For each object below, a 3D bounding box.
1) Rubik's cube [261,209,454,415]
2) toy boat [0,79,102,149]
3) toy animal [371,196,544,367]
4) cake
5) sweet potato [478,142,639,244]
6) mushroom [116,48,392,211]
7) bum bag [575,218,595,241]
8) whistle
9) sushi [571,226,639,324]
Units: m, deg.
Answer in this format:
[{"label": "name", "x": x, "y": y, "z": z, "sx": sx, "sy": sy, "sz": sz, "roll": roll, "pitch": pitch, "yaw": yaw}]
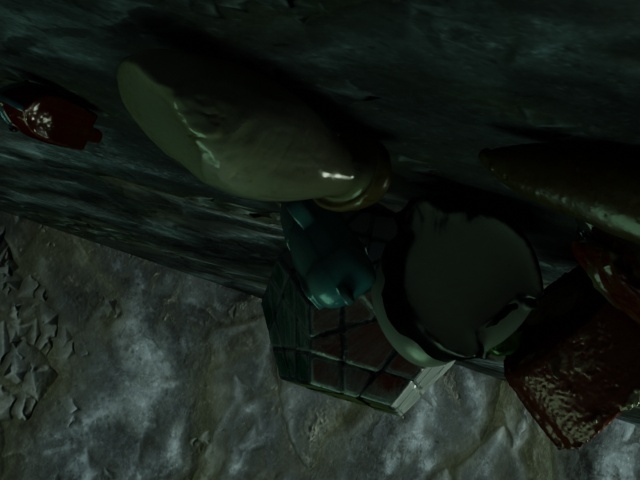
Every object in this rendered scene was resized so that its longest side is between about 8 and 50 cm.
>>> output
[{"label": "Rubik's cube", "x": 0.070, "y": 0.102, "z": 1.983, "sx": 0.319, "sy": 0.319, "sz": 0.264, "roll": 23, "pitch": 142, "yaw": -39}, {"label": "toy boat", "x": -0.351, "y": -0.160, "z": 1.734, "sx": 0.059, "sy": 0.069, "sz": 0.173, "roll": 26, "pitch": -176, "yaw": 33}, {"label": "toy animal", "x": 0.170, "y": 0.060, "z": 1.704, "sx": 0.213, "sy": 0.212, "sz": 0.267, "roll": 15, "pitch": 171, "yaw": 5}, {"label": "cake", "x": 0.344, "y": 0.139, "z": 1.765, "sx": 0.151, "sy": 0.177, "sz": 0.283, "roll": 54, "pitch": -159, "yaw": -7}, {"label": "sweet potato", "x": 0.323, "y": -0.034, "z": 1.286, "sx": 0.346, "sy": 0.079, "sz": 0.108, "roll": 16, "pitch": -160, "yaw": -7}, {"label": "mushroom", "x": -0.062, "y": -0.105, "z": 1.390, "sx": 0.128, "sy": 0.128, "sz": 0.350, "roll": 8, "pitch": 173, "yaw": 43}, {"label": "bum bag", "x": 0.337, "y": 0.007, "z": 1.596, "sx": 0.087, "sy": 0.049, "sz": 0.198, "roll": 19, "pitch": 173, "yaw": 15}, {"label": "whistle", "x": 0.000, "y": 0.000, "z": 1.736, "sx": 0.186, "sy": 0.093, "sz": 0.274, "roll": 48, "pitch": -170, "yaw": -35}, {"label": "sushi", "x": 0.419, "y": 0.068, "z": 1.405, "sx": 0.332, "sy": 0.130, "sz": 0.124, "roll": 39, "pitch": 168, "yaw": 13}]
